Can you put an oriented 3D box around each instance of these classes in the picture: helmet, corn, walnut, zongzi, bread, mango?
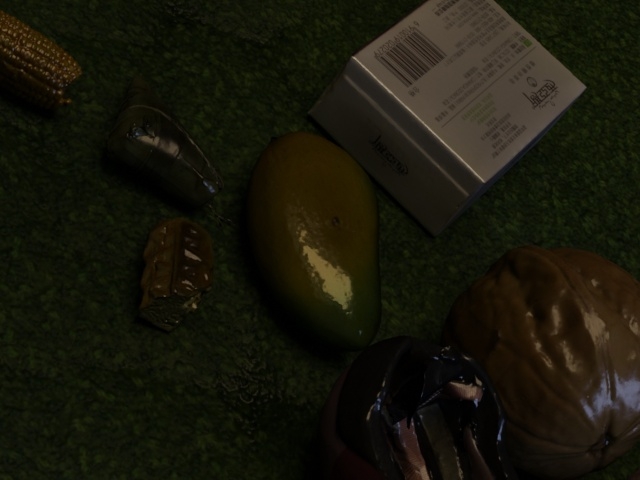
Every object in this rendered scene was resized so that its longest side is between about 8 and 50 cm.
[{"bbox_3d":[0.078,0.210,1.601,0.198,0.154,0.253,16,65,-44],"label":"helmet"},{"bbox_3d":[-0.320,-0.192,1.723,0.207,0.068,0.068,30,44,-9],"label":"corn"},{"bbox_3d":[0.223,0.111,1.741,0.228,0.228,0.228,19,47,-21],"label":"walnut"},{"bbox_3d":[-0.130,-0.090,1.783,0.154,0.062,0.130,32,31,-16],"label":"zongzi"},{"bbox_3d":[-0.131,0.027,1.677,0.066,0.060,0.110,0,48,2],"label":"bread"},{"bbox_3d":[-0.007,-0.003,1.762,0.137,0.091,0.237,13,49,-18],"label":"mango"}]

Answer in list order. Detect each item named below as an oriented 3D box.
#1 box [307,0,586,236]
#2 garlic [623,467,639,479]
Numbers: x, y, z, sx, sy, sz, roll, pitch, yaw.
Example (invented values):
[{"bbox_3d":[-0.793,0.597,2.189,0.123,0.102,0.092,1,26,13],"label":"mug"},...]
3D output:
[{"bbox_3d":[0.140,-0.151,1.970,0.194,0.111,0.260,45,41,5],"label":"box"},{"bbox_3d":[0.402,0.285,1.688,0.245,0.253,0.245,27,40,-25],"label":"garlic"}]
